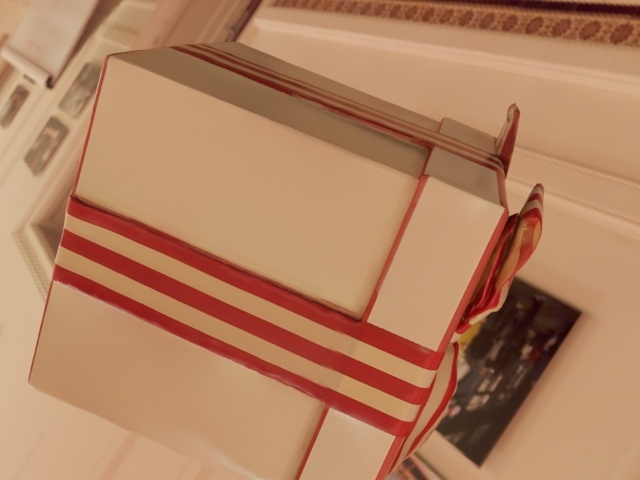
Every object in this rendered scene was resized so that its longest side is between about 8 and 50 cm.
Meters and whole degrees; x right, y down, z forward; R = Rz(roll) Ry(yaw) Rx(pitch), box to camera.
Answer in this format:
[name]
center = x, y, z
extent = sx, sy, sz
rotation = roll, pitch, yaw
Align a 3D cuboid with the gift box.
[gift box]
center = 0.000, 0.000, 0.514
extent = 0.258, 0.255, 0.276
rotation = 23, -155, 6
